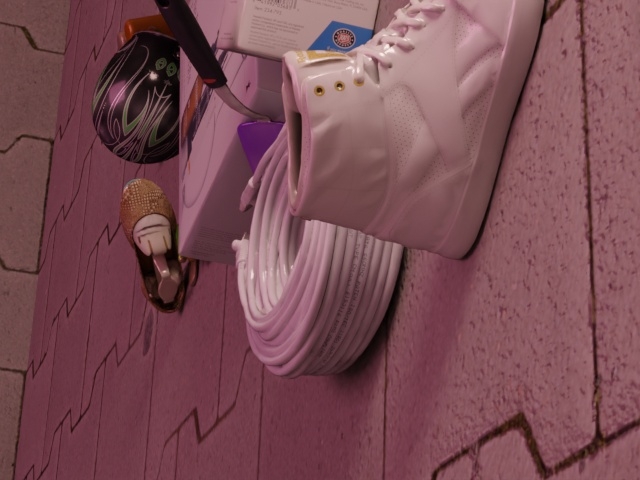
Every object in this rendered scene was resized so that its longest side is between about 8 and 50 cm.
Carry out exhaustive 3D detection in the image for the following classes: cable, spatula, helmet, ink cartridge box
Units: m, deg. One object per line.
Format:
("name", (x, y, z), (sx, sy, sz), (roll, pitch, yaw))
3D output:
("cable", (0.000, 0.000, 1.468), (0.257, 0.089, 0.257), (120, 154, -46))
("spatula", (-0.085, -0.142, 1.583), (0.084, 0.296, 0.030), (3, 55, 35))
("helmet", (-0.231, -0.185, 2.212), (0.161, 0.169, 0.169), (-67, 13, -14))
("ink cartridge box", (-0.008, -0.284, 1.574), (0.078, 0.134, 0.231), (-161, 82, -69))

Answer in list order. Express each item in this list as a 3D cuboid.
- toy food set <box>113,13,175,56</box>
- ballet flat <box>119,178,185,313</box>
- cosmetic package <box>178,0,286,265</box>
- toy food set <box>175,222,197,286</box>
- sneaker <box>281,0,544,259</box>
("toy food set", (-0.244, -0.242, 2.461), (0.111, 0.104, 0.232), (-132, 35, -53))
("ballet flat", (-0.210, 0.013, 2.125), (0.067, 0.073, 0.206), (-123, 15, -48))
("cosmetic package", (-0.079, -0.203, 1.842), (0.284, 0.097, 0.377), (122, 153, -45))
("toy food set", (-0.154, -0.039, 2.079), (0.192, 0.038, 0.132), (121, 153, -50))
("sneaker", (0.061, -0.142, 1.212), (0.108, 0.169, 0.292), (-147, 69, -74))
